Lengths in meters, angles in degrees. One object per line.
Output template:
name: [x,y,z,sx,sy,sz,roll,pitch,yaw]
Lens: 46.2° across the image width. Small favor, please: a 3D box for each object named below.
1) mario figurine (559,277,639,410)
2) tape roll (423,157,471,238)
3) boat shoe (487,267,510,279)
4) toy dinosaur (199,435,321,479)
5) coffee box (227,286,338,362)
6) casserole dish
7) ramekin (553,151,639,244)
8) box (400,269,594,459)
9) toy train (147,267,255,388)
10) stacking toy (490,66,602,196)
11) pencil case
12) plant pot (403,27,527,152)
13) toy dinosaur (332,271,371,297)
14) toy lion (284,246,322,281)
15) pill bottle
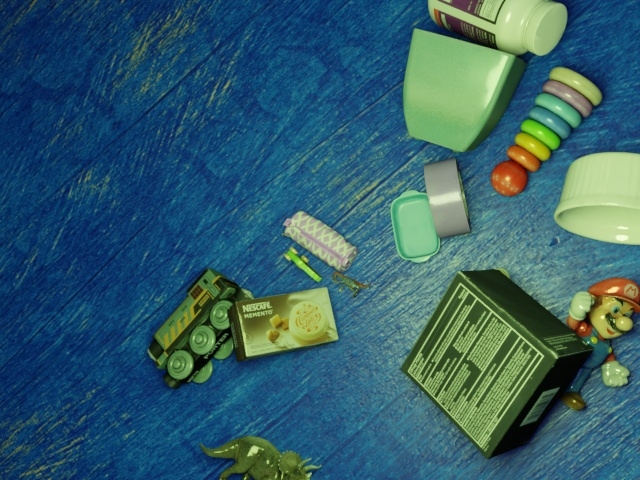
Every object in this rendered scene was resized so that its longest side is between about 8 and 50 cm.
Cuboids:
mario figurine: [0.627,0.232,1.696,0.170,0.198,0.320,32,96,33]
tape roll: [0.311,-0.103,1.835,0.080,0.189,0.188,-11,79,14]
boat shoe: [0.426,0.185,1.829,0.079,0.084,0.233,-11,84,53]
toy dinosaur: [-0.158,0.574,1.922,0.314,0.121,0.160,23,76,23]
coffee box: [-0.096,0.211,1.887,0.247,0.098,0.141,-7,76,-23]
casserole dish: [0.245,-0.034,1.923,0.114,0.037,0.188,-11,79,15]
ramekin: [0.678,-0.094,1.690,0.277,0.277,0.135,9,77,17]
box: [0.386,0.264,1.677,0.294,0.183,0.296,44,120,35]
toy train: [-0.320,0.233,2.001,0.334,0.142,0.190,-49,60,6]
stacking toy: [0.537,-0.250,1.831,0.141,0.141,0.330,35,97,18]
pencil case: [0.000,0.000,1.962,0.206,0.088,0.086,32,93,17]
plant pot: [0.335,-0.355,1.847,0.248,0.247,0.252,21,104,18]
toy dinosaur: [0.071,0.110,1.961,0.090,0.047,0.082,-22,63,-22]
toy lion: [-0.039,0.069,1.960,0.034,0.100,0.096,-48,54,3]
pill bottle: [0.431,-0.566,1.835,0.323,0.181,0.181,37,93,36]
